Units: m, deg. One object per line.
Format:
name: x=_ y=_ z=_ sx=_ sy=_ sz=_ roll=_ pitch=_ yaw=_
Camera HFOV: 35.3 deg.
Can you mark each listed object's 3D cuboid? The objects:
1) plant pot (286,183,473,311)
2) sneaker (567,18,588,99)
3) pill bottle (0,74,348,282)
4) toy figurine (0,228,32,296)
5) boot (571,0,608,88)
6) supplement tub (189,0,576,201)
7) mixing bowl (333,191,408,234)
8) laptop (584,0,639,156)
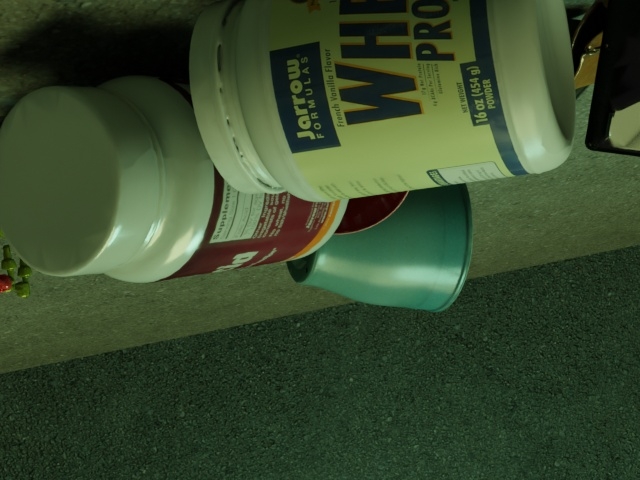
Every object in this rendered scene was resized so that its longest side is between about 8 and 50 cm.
plant pot: x=0.080 y=-0.013 z=1.698 sx=0.255 sy=0.272 sz=0.271 roll=1 pitch=164 yaw=-20
sneaker: x=0.206 y=-0.196 z=1.220 sx=0.330 sy=0.122 sz=0.146 roll=-25 pitch=164 yaw=-7
pill bottle: x=-0.155 y=-0.070 z=1.142 sx=0.224 sy=0.224 sz=0.392 roll=-21 pitch=172 yaw=34
toy figurine: x=-0.330 y=-0.057 z=1.244 sx=0.217 sy=0.191 sz=0.362 roll=-17 pitch=168 yaw=-2
boot: x=0.422 y=-0.223 z=1.241 sx=0.280 sy=0.096 sz=0.264 roll=-21 pitch=158 yaw=-17
supplement tub: x=0.064 y=-0.162 z=0.964 sx=0.324 sy=0.236 sz=0.235 roll=-7 pitch=171 yaw=22
mixing bowl: x=0.028 y=-0.107 z=1.377 sx=0.181 sy=0.098 sz=0.181 roll=-7 pitch=129 yaw=-9
laptop: x=0.494 y=-0.277 z=0.966 sx=0.407 sy=0.236 sz=0.382 roll=8 pitch=133 yaw=13
